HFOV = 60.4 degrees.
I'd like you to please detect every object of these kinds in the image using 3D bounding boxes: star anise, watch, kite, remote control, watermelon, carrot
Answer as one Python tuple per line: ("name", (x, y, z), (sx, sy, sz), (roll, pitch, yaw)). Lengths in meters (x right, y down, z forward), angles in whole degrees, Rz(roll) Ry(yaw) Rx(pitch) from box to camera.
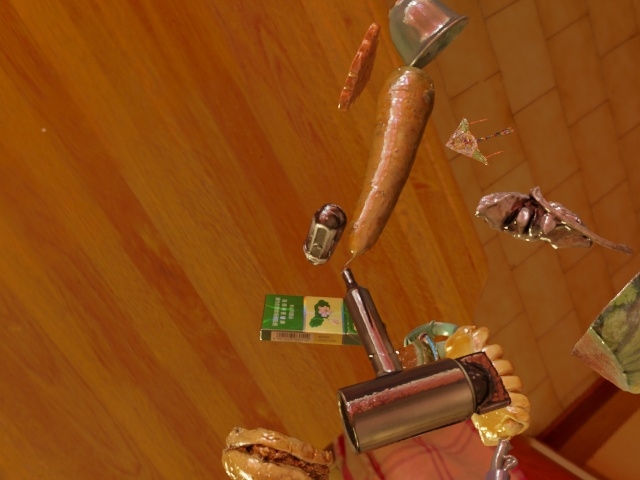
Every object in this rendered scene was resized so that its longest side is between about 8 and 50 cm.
("star anise", (0.548, -0.059, 1.374), (0.359, 0.316, 0.139), (13, 104, -21))
("watch", (0.408, 0.351, 1.946), (0.237, 0.195, 0.068), (-30, 112, -61))
("kite", (0.489, -0.305, 1.661), (0.244, 0.006, 0.198), (-14, 62, -13))
("remote control", (0.000, 0.000, 1.441), (0.090, 0.266, 0.066), (37, 59, 9))
("watermelon", (0.708, 0.199, 1.274), (0.213, 0.201, 0.261), (-37, 105, -13))
("carrot", (0.082, -0.090, 0.697), (0.078, 0.078, 0.298), (30, 68, -28))

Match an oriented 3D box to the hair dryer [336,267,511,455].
("hair dryer", (0.096, 0.123, 0.698), (0.196, 0.248, 0.078), (-14, 142, -11))

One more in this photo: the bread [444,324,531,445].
("bread", (0.450, 0.373, 1.476), (0.121, 0.311, 0.173), (2, 143, -30))

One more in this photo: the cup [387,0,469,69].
("cup", (0.244, -0.532, 1.364), (0.199, 0.199, 0.150), (-40, 88, -14))

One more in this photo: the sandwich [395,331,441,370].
("sandwich", (0.210, 0.308, 1.286), (0.235, 0.159, 0.079), (-55, 133, -29))

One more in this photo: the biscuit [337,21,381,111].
("biscuit", (0.127, -0.547, 1.782), (0.043, 0.306, 0.284), (24, 101, 5))

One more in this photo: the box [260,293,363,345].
("box", (-0.004, 0.165, 1.157), (0.235, 0.132, 0.034), (4, 118, -2))

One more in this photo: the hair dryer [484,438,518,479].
("hair dryer", (0.371, 0.512, 1.013), (0.301, 0.361, 0.121), (-36, 112, 26))

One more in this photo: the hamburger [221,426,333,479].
("hamburger", (-0.109, 0.549, 1.331), (0.260, 0.283, 0.144), (25, 66, -17))
